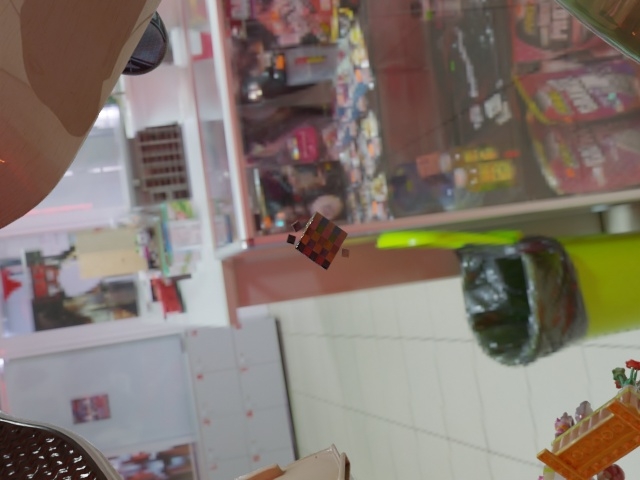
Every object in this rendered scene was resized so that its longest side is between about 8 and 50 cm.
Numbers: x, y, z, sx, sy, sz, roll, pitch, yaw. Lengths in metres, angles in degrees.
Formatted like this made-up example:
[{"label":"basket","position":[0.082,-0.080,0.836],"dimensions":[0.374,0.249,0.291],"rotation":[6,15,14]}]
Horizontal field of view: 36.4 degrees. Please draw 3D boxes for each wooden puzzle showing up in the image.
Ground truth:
[{"label":"wooden puzzle","position":[0.000,0.000,1.094],"dimensions":[0.006,0.083,0.049],"rotation":[12,69,60]}]

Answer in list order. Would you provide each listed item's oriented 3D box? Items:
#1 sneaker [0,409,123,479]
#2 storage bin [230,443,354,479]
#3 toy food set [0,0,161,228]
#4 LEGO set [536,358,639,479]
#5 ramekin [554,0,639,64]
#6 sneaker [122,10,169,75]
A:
[{"label":"sneaker","position":[-0.215,0.198,0.764],"dimensions":[0.290,0.106,0.123],"rotation":[24,161,38]},{"label":"storage bin","position":[0.012,0.293,0.560],"dimensions":[0.262,0.123,0.260],"rotation":[63,-171,-12]},{"label":"toy food set","position":[-0.190,-0.180,0.519],"dimensions":[0.219,0.092,0.306],"rotation":[58,-143,-41]},{"label":"LEGO set","position":[0.250,0.174,0.827],"dimensions":[0.107,0.132,0.287],"rotation":[-61,-26,-52]},{"label":"ramekin","position":[0.296,-0.243,0.796],"dimensions":[0.148,0.303,0.303],"rotation":[-56,37,30]},{"label":"sneaker","position":[-0.222,-0.218,0.866],"dimensions":[0.125,0.104,0.262],"rotation":[45,-177,42]}]
